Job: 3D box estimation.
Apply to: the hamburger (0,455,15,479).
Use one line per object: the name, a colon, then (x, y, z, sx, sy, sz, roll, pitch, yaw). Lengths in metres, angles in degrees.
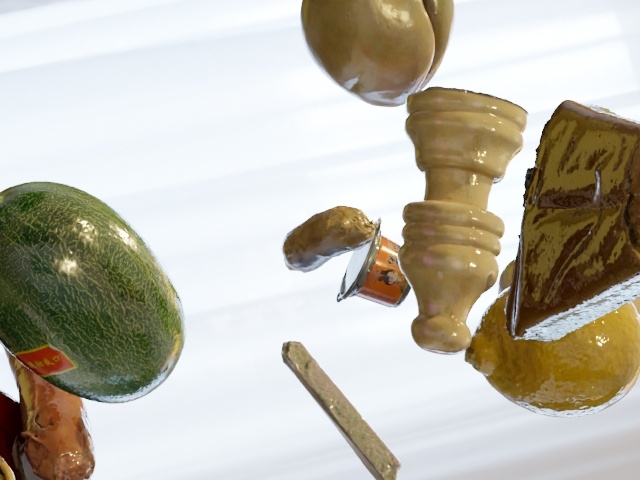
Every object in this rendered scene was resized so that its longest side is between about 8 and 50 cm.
hamburger: (-0.414, 0.275, 0.991, 0.286, 0.243, 0.146, 57, -47, 49)

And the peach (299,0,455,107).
peach: (0.102, -0.376, 1.836, 0.292, 0.247, 0.292, -27, 122, -55)

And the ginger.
ginger: (0.001, 0.001, 1.526, 0.190, 0.095, 0.069, -27, -131, 41)

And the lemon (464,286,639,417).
lemon: (0.302, 0.129, 1.327, 0.187, 0.244, 0.186, -6, 90, -83)

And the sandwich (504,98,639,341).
sandwich: (0.245, 0.007, 0.947, 0.212, 0.063, 0.245, -131, -132, -70)

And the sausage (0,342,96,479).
sausage: (-0.383, 0.193, 1.454, 0.094, 0.094, 0.419, 41, 4, -34)

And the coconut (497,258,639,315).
coconut: (0.420, 0.115, 1.780, 0.233, 0.245, 0.233, 35, -46, 46)

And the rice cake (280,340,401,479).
rice cake: (0.041, 0.342, 2.092, 0.365, 0.056, 0.072, 49, -19, 19)

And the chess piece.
chess piece: (0.153, -0.018, 1.256, 0.124, 0.139, 0.307, -14, -117, 62)

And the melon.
melon: (-0.256, 0.049, 1.091, 0.287, 0.182, 0.182, 55, 6, -28)

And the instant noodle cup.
instant noodle cup: (0.132, 0.067, 2.232, 0.177, 0.125, 0.208, -73, -170, -50)

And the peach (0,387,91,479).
peach: (-0.487, 0.372, 1.461, 0.335, 0.310, 0.406, 57, 24, -30)
